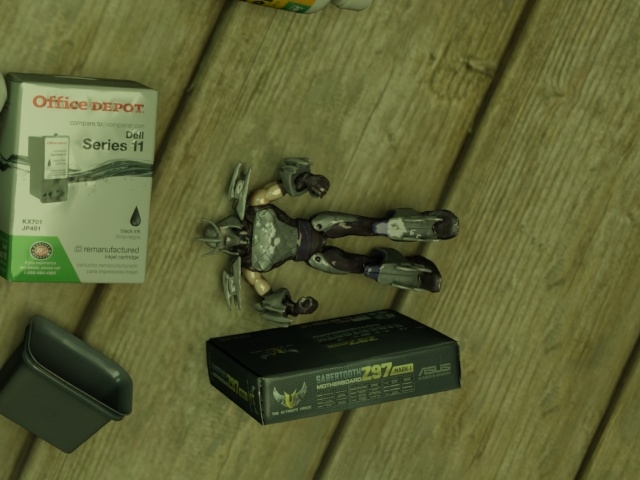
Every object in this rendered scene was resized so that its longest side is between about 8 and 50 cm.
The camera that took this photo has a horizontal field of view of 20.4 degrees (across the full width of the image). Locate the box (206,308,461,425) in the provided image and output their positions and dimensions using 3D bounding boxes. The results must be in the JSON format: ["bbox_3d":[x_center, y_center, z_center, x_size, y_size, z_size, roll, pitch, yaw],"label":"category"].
[{"bbox_3d":[0.012,0.134,1.940,0.233,0.183,0.059,-9,104,-19],"label":"box"}]

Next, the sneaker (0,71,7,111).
[{"bbox_3d":[-0.446,-0.104,1.730,0.305,0.152,0.114,-18,104,-19],"label":"sneaker"}]

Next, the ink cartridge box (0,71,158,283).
[{"bbox_3d":[-0.256,-0.065,1.847,0.153,0.087,0.208,1,99,-22],"label":"ink cartridge box"}]

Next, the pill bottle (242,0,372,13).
[{"bbox_3d":[-0.045,-0.303,1.870,0.208,0.117,0.117,8,97,-23],"label":"pill bottle"}]

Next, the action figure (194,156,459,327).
[{"bbox_3d":[0.000,0.000,1.959,0.285,0.099,0.185,3,108,-18],"label":"action figure"}]

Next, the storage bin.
[{"bbox_3d":[-0.280,0.156,1.885,0.135,0.098,0.091,36,113,-24],"label":"storage bin"}]
